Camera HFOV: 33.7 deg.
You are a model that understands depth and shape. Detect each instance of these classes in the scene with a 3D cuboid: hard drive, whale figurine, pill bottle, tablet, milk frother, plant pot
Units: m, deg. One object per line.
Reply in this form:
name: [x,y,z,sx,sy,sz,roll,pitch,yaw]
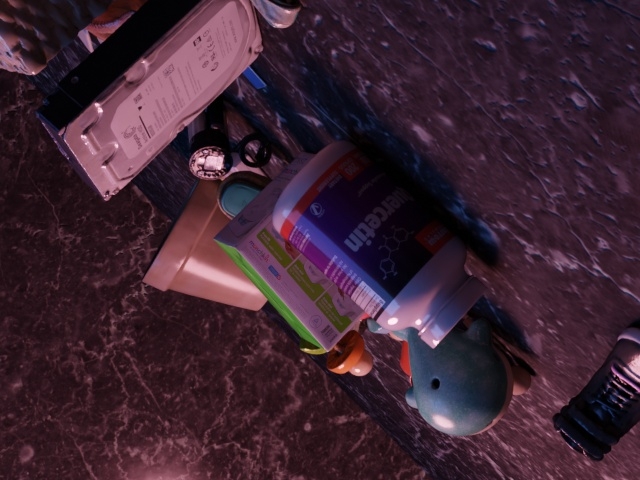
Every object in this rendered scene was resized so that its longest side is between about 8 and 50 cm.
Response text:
hard drive: [-0.224,-0.227,1.471,0.064,0.339,0.237,41,167,17]
whale figurine: [0.210,0.213,1.849,0.141,0.216,0.272,9,-141,-51]
pill bottle: [0.093,0.010,1.609,0.323,0.181,0.181,42,168,8]
tablet: [-0.123,-0.284,1.747,0.083,0.006,0.054,47,168,-16]
milk frother: [-0.178,-0.196,2.038,0.143,0.129,0.135,19,-141,-27]
plant pot: [-0.227,0.021,2.512,0.280,0.323,0.323,29,170,-8]

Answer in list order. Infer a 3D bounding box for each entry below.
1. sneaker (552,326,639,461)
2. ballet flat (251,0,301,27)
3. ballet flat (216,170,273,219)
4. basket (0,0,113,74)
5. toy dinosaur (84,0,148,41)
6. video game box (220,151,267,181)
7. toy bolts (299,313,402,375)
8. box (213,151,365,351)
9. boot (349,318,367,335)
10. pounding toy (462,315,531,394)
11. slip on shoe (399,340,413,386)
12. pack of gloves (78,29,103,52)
sneaker: [0.392,0.217,1.409,0.104,0.147,0.296,42,167,18]
ballet flat: [-0.090,-0.345,1.355,0.168,0.057,0.052,42,141,-7]
ballet flat: [-0.035,-0.033,2.012,0.348,0.123,0.123,28,170,-9]
basket: [-0.432,-0.445,1.460,0.266,0.328,0.331,27,159,49]
toy dinosaur: [-0.330,-0.369,1.659,0.200,0.127,0.296,21,-157,-11]
video game box: [-0.149,-0.115,2.317,0.187,0.048,0.205,51,166,-21]
toy bolts: [0.098,0.168,2.273,0.158,0.218,0.228,34,139,-19]
box: [-0.008,0.016,1.843,0.262,0.231,0.127,49,167,-23]
boot: [0.025,0.141,2.538,0.208,0.076,0.189,34,152,15]
pounding toy: [0.300,0.244,1.983,0.183,0.110,0.237,53,141,14]
slip on shoe: [0.215,0.237,2.174,0.123,0.101,0.331,40,166,27]
pack of gloves: [-0.488,-0.455,2.335,0.195,0.046,0.232,55,166,7]
